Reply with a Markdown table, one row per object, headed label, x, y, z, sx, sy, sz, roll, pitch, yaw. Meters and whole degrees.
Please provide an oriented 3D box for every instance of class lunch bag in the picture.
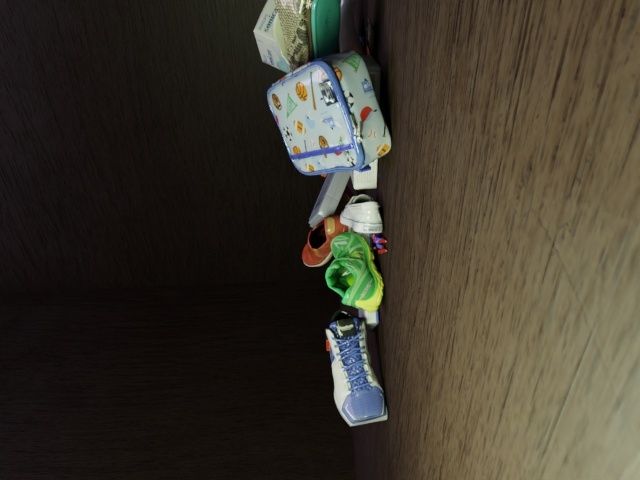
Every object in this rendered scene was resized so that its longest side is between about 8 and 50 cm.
| label | x | y | z | sx | sy | sz | roll | pitch | yaw |
| --- | --- | --- | --- | --- | --- | --- | --- | --- | --- |
| lunch bag | 0.014 | -0.253 | 0.994 | 0.303 | 0.115 | 0.243 | 10 | 124 | 60 |

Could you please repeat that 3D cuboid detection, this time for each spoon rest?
| label | x | y | z | sx | sy | sz | roll | pitch | yaw |
| --- | --- | --- | --- | --- | --- | --- | --- | --- | --- |
| spoon rest | 0.070 | -0.535 | 1.235 | 0.084 | 0.137 | 0.276 | -119 | 35 | -63 |

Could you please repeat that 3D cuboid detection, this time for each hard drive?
| label | x | y | z | sx | sy | sz | roll | pitch | yaw |
| --- | --- | --- | --- | --- | --- | --- | --- | --- | --- |
| hard drive | 0.131 | 0.095 | 1.365 | 0.210 | 0.040 | 0.319 | 89 | 178 | -72 |

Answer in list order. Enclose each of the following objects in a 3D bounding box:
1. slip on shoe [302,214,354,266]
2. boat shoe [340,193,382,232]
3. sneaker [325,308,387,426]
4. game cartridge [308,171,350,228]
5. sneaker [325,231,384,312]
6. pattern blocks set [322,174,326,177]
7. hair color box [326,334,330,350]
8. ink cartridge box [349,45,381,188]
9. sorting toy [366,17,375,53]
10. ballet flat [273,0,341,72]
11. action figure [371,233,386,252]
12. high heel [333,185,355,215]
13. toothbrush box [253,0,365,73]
| label | x | y | z | sx | sy | sz | roll | pitch | yaw |
| --- | --- | --- | --- | --- | --- | --- | --- | --- | --- |
| slip on shoe | 0.000 | 0.000 | 1.511 | 0.331 | 0.101 | 0.123 | 139 | 130 | -61 |
| boat shoe | 0.108 | -0.075 | 1.181 | 0.258 | 0.095 | 0.084 | -140 | 51 | -75 |
| sneaker | 0.073 | 0.304 | 1.213 | 0.315 | 0.127 | 0.182 | -105 | 1 | -46 |
| game cartridge | 0.048 | -0.192 | 1.560 | 0.297 | 0.062 | 0.198 | -68 | 13 | -14 |
| sneaker | 0.071 | 0.064 | 1.204 | 0.295 | 0.123 | 0.109 | -113 | 37 | -56 |
| pattern blocks set | 0.060 | -0.365 | 1.660 | 0.325 | 0.026 | 0.285 | 163 | 128 | -79 |
| hair color box | 0.090 | 0.350 | 1.633 | 0.072 | 0.141 | 0.043 | -94 | 2 | -77 |
| ink cartridge box | 0.103 | -0.320 | 1.197 | 0.261 | 0.066 | 0.296 | -95 | 2 | -57 |
| sorting toy | 0.122 | -0.499 | 1.120 | 0.062 | 0.012 | 0.083 | 79 | -177 | -56 |
| ballet flat | -0.025 | -0.426 | 1.154 | 0.164 | 0.182 | 0.483 | -45 | -31 | -24 |
| action figure | 0.136 | 0.002 | 1.106 | 0.115 | 0.030 | 0.038 | -83 | -14 | -80 |
| high heel | 0.075 | -0.102 | 1.628 | 0.181 | 0.127 | 0.377 | 59 | -168 | -63 |
| toothbrush box | -0.032 | -0.567 | 1.389 | 0.216 | 0.295 | 0.126 | 64 | -129 | -89 |
